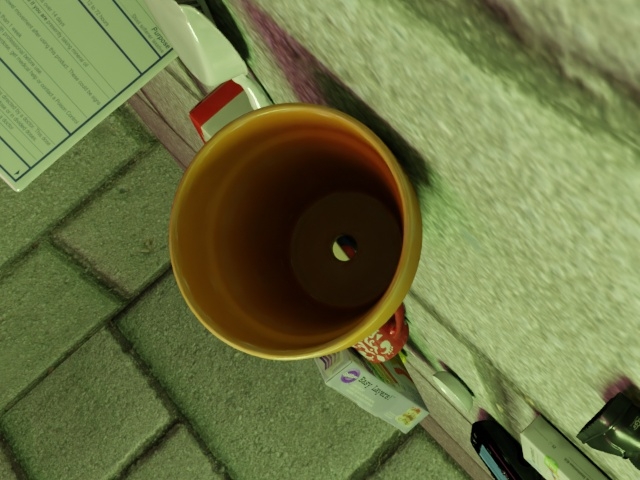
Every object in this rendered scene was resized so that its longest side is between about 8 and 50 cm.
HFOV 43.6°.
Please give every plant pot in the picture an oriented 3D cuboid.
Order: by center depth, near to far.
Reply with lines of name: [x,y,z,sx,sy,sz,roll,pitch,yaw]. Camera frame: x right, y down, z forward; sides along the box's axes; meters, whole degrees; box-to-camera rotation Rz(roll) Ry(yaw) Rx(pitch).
plant pot: [-0.001,0.001,0.716,0.205,0.205,0.188,46,-172,17]

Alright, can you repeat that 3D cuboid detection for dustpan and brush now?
dustpan and brush: [-0.107,-0.192,0.837,0.147,0.060,0.211,42,165,47]

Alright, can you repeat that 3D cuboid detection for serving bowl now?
serving bowl: [0.222,0.243,1.314,0.083,0.027,0.083,47,174,7]

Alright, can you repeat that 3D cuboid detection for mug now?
mug: [0.064,0.115,1.244,0.169,0.113,0.150,48,176,-30]

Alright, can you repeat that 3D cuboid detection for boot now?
boot: [0.257,0.169,0.628,0.099,0.045,0.121,42,171,19]

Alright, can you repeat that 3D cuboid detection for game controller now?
game controller: [0.325,0.403,1.418,0.166,0.067,0.319,45,172,21]

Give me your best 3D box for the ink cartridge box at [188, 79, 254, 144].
ink cartridge box: [-0.078,-0.109,0.978,0.231,0.078,0.134,47,173,10]

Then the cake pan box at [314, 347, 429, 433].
cake pan box: [0.059,0.190,1.420,0.267,0.070,0.246,39,-165,-40]

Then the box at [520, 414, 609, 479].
box: [0.327,0.307,0.979,0.186,0.038,0.145,45,173,29]

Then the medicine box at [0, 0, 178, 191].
medicine box: [-0.351,-0.255,0.955,0.263,0.289,0.149,51,170,-26]

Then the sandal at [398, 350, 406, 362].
sandal: [0.091,0.252,1.726,0.126,0.138,0.317,49,172,4]

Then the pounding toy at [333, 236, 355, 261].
pounding toy: [0.000,0.000,1.121,0.141,0.100,0.130,52,-174,-17]
